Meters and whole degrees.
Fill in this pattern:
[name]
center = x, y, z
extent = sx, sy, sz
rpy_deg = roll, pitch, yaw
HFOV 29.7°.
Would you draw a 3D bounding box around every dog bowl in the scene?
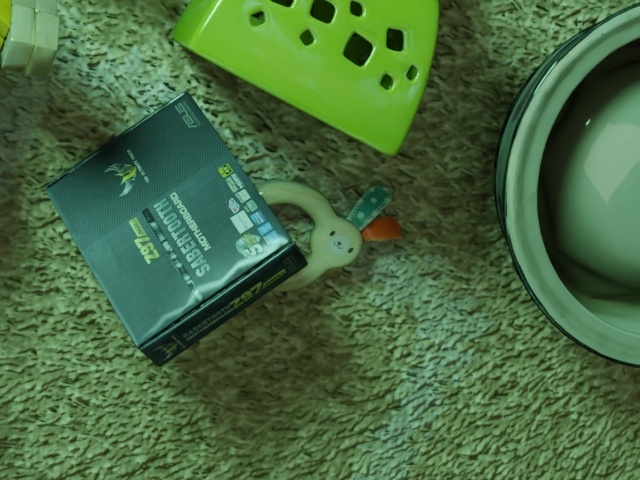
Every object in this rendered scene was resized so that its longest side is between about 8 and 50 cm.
[dog bowl]
center = 0.374, -0.072, 1.341
extent = 0.408, 0.150, 0.407
rpy_deg = -2, 104, -10

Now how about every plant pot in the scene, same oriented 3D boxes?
[plant pot]
center = 0.004, -0.232, 1.189
extent = 0.228, 0.227, 0.207
rpy_deg = 28, 95, -16

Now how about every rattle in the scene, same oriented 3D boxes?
[rattle]
center = 0.000, 0.000, 1.293
extent = 0.200, 0.143, 0.130
rpy_deg = 1, 89, -6

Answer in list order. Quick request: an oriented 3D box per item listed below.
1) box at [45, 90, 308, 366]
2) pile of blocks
[box]
center = -0.149, -0.016, 1.222
extent = 0.183, 0.232, 0.059
rpy_deg = -34, 150, -1
[pile of blocks]
center = -0.383, -0.264, 1.108
extent = 0.362, 0.112, 0.149
rpy_deg = 49, 50, 9
